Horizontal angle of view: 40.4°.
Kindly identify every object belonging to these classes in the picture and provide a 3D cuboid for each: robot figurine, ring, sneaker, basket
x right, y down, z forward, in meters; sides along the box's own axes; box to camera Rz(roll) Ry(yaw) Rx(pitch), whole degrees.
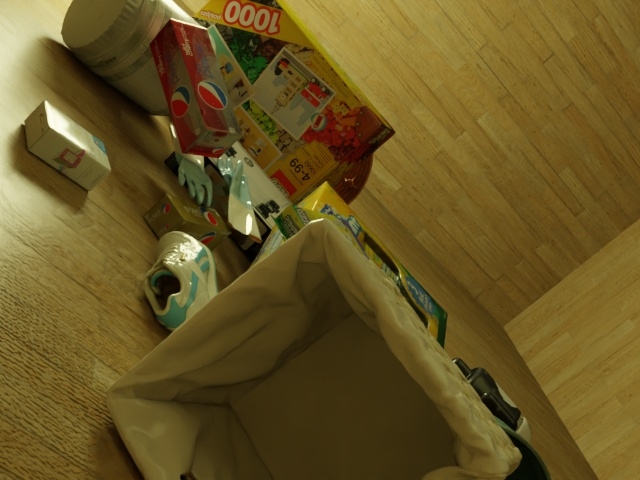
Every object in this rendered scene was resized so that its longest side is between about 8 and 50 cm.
[{"bbox_3d":[0.372,0.411,2.048,0.278,0.173,0.209,50,19,6],"label":"robot figurine"},{"bbox_3d":[-0.034,-0.219,2.161,0.337,0.336,0.032,51,13,11],"label":"ring"},{"bbox_3d":[-0.211,0.051,1.279,0.092,0.087,0.229,38,14,-36],"label":"sneaker"},{"bbox_3d":[0.003,0.217,0.978,0.328,0.331,0.266,54,7,23],"label":"basket"}]

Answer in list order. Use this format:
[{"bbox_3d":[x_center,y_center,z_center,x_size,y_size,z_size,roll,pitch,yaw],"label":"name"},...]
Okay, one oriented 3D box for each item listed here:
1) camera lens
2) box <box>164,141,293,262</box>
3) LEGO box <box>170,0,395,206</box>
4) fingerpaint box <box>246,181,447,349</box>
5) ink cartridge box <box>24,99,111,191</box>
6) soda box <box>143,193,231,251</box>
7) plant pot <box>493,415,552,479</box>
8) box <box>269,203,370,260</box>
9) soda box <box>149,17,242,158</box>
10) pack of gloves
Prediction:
[{"bbox_3d":[-0.369,-0.409,1.818,0.274,0.219,0.219,37,17,-47],"label":"camera lens"},{"bbox_3d":[-0.172,-0.100,1.820,0.290,0.087,0.169,50,23,0],"label":"box"},{"bbox_3d":[-0.128,-0.326,2.070,0.500,0.372,0.193,51,12,10],"label":"LEGO box"},{"bbox_3d":[0.044,0.141,1.538,0.371,0.163,0.445,47,23,-10],"label":"fingerpaint box"},{"bbox_3d":[-0.388,-0.145,1.329,0.122,0.052,0.089,41,14,-40],"label":"ink cartridge box"},{"bbox_3d":[-0.230,-0.028,1.523,0.061,0.058,0.181,52,12,18],"label":"soda box"},{"bbox_3d":[0.158,0.348,1.248,0.293,0.293,0.196,45,3,-17],"label":"plant pot"},{"bbox_3d":[0.000,0.000,1.418,0.179,0.043,0.105,11,42,-50],"label":"box"},{"bbox_3d":[-0.241,-0.290,1.656,0.092,0.083,0.263,4,57,-44],"label":"soda box"},{"bbox_3d":[-0.189,-0.122,1.640,0.195,0.046,0.232,34,24,-34],"label":"pack of gloves"}]
